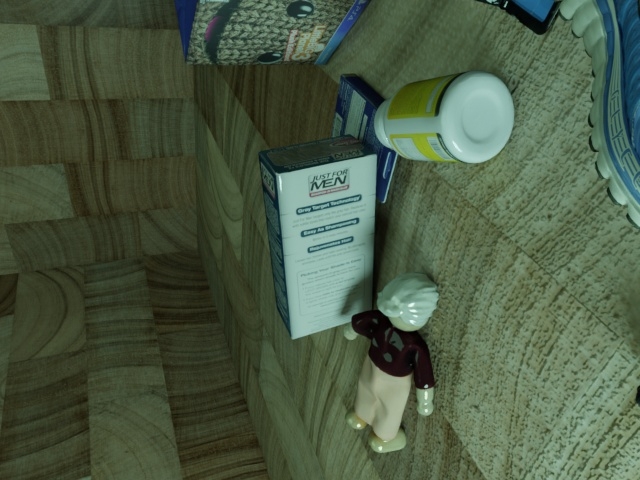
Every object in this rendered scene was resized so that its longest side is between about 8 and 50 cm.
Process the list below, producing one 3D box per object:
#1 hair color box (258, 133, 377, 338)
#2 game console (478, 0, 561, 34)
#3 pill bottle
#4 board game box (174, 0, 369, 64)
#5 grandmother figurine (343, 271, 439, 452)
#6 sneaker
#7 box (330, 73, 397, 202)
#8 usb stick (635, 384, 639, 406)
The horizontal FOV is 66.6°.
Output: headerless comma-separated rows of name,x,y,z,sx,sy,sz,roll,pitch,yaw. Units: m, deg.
hair color box,0.000,0.000,0.882,0.105,0.173,0.348,-126,28,-51
game console,0.200,-0.290,0.490,0.122,0.107,0.071,107,176,-45
pill bottle,0.145,-0.153,0.622,0.184,0.103,0.103,-154,59,-64
board game box,-0.095,-0.433,0.867,0.232,0.290,0.141,152,108,-67
grandmother figurine,0.119,0.197,0.826,0.207,0.104,0.343,31,127,29
sneaker,0.261,-0.126,0.314,0.147,0.129,0.331,135,124,-66
box,0.084,-0.181,0.849,0.225,0.036,0.137,-120,31,-43
usb stick,0.340,0.216,0.344,0.077,0.045,0.278,-63,40,44
